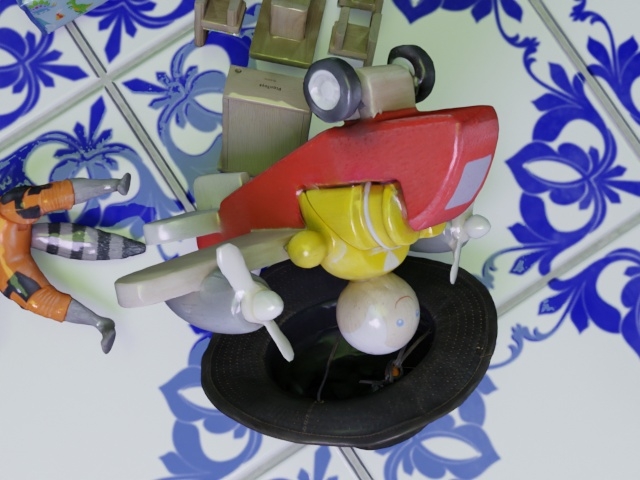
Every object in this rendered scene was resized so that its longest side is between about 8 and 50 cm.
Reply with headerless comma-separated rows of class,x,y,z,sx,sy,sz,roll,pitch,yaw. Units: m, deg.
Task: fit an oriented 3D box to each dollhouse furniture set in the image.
dollhouse furniture set,-0.046,-0.213,1.311,0.212,0.161,0.242,11,61,0

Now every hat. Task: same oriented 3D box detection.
hat,0.040,0.147,1.240,0.331,0.134,0.331,-9,39,8

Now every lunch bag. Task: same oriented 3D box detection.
lunch bag,-0.321,-0.349,1.327,0.129,0.096,0.151,-27,69,-1

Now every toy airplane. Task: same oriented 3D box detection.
toy airplane,0.000,0.000,1.144,0.386,0.384,0.272,-25,85,-1

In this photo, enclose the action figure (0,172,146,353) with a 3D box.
action figure,-0.386,0.044,1.274,0.330,0.178,0.341,8,110,7
